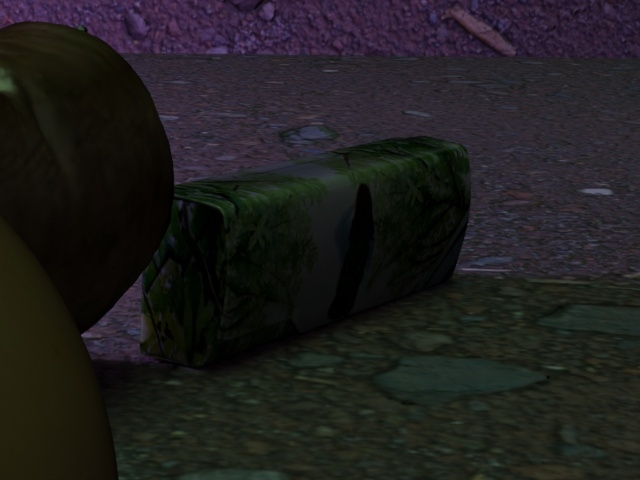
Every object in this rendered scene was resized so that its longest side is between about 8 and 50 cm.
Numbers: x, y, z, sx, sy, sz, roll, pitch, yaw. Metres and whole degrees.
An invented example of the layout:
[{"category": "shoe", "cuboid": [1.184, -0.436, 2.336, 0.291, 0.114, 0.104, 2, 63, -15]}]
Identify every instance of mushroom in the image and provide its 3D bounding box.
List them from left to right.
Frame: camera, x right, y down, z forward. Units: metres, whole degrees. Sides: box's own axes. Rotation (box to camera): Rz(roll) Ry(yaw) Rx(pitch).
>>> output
[{"category": "mushroom", "cuboid": [-0.267, 0.010, 0.751, 0.314, 0.224, 0.397, 19, 19, 6]}]

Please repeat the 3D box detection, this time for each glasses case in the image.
[{"category": "glasses case", "cuboid": [0.000, 0.000, 1.017, 0.062, 0.095, 0.272, 10, 15, 32]}]

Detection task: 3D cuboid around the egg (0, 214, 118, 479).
[{"category": "egg", "cuboid": [-0.147, 0.069, 0.424, 0.201, 0.201, 0.244, -5, 23, -27]}]
